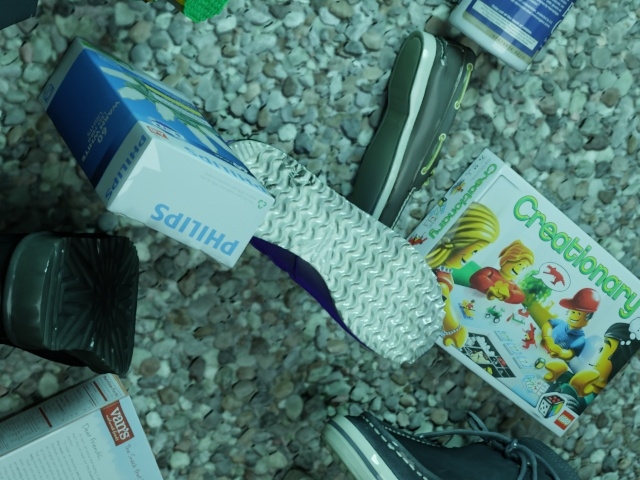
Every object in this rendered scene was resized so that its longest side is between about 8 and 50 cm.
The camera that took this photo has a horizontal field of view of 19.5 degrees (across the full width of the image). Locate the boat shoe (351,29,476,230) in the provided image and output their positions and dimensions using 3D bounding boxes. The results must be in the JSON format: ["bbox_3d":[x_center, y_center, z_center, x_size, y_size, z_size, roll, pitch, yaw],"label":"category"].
[{"bbox_3d":[0.092,-0.094,1.861,0.069,0.081,0.227,13,106,-23],"label":"boat shoe"}]

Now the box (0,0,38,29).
[{"bbox_3d":[-0.364,-0.248,1.474,0.261,0.184,0.103,19,110,4],"label":"box"}]

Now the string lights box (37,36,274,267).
[{"bbox_3d":[-0.152,-0.081,1.660,0.133,0.259,0.076,27,102,-31],"label":"string lights box"}]

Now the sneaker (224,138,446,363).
[{"bbox_3d":[0.000,-0.001,1.827,0.293,0.146,0.102,43,86,-16],"label":"sneaker"}]

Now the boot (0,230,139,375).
[{"bbox_3d":[-0.320,0.038,1.712,0.260,0.348,0.131,5,81,12],"label":"boot"}]

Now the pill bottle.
[{"bbox_3d":[0.210,-0.258,1.824,0.094,0.094,0.169,30,100,-31],"label":"pill bottle"}]

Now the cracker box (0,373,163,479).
[{"bbox_3d":[-0.281,0.252,1.877,0.232,0.067,0.155,-25,121,-13],"label":"cracker box"}]

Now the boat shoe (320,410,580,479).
[{"bbox_3d":[0.190,0.279,2.029,0.500,0.187,0.156,32,98,-38],"label":"boat shoe"}]

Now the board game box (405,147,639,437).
[{"bbox_3d":[0.220,0.062,2.006,0.305,0.053,0.193,37,96,-32],"label":"board game box"}]

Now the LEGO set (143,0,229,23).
[{"bbox_3d":[-0.128,-0.374,1.614,0.331,0.192,0.255,-57,151,14],"label":"LEGO set"}]

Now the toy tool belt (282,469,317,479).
[{"bbox_3d":[-0.025,0.292,2.018,0.051,0.052,0.083,27,102,-22],"label":"toy tool belt"}]
